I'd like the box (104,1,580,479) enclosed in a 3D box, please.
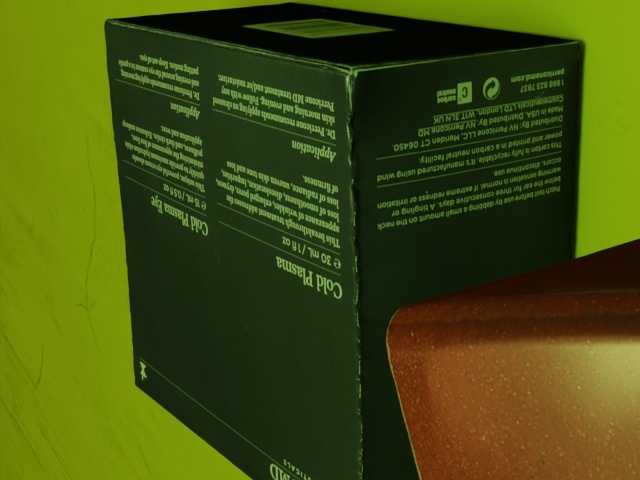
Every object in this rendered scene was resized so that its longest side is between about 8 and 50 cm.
[{"bbox_3d":[0.000,0.000,0.818,0.343,0.179,0.312,24,120,53],"label":"box"}]

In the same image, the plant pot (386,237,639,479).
[{"bbox_3d":[0.225,0.116,0.446,0.236,0.267,0.267,-16,87,47],"label":"plant pot"}]
